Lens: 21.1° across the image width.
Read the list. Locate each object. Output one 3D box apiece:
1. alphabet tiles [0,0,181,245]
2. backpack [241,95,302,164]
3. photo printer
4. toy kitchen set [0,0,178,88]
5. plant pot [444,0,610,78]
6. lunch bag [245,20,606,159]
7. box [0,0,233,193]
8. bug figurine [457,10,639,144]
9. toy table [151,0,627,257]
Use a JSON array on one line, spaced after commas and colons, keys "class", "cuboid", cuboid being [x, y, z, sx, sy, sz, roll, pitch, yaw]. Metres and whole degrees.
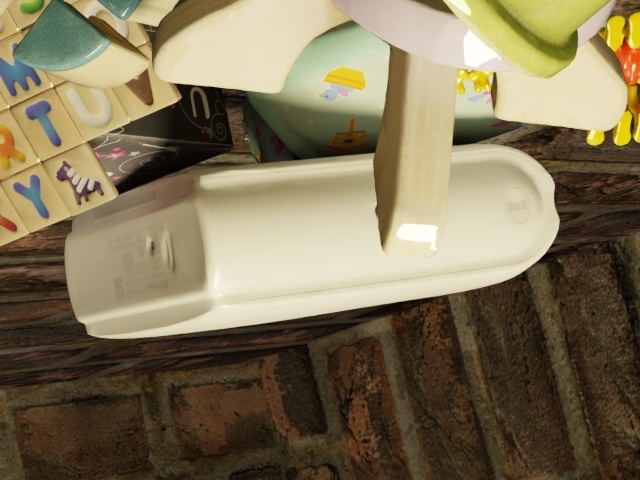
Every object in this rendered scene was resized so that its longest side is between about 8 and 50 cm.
[{"class": "alphabet tiles", "cuboid": [-0.203, -0.100, 1.069, 0.237, 0.198, 0.009, -20, -164, 33]}, {"class": "backpack", "cuboid": [0.024, -0.077, 1.477, 0.166, 0.188, 0.144, -9, 169, -26]}, {"class": "photo printer", "cuboid": [0.000, 0.000, 1.247, 0.307, 0.107, 0.256, -7, 177, -31]}, {"class": "toy kitchen set", "cuboid": [-0.133, -0.206, 0.919, 0.207, 0.166, 0.122, -52, 164, 6]}, {"class": "plant pot", "cuboid": [0.120, -0.238, 0.597, 0.254, 0.276, 0.276, -30, 165, 20]}, {"class": "lunch bag", "cuboid": [0.080, -0.150, 1.242, 0.223, 0.160, 0.262, -16, 176, 21]}, {"class": "box", "cuboid": [-0.212, -0.094, 1.201, 0.247, 0.142, 0.163, -20, 169, 32]}, {"class": "bug figurine", "cuboid": [0.153, -0.197, 1.037, 0.216, 0.279, 0.072, -1, -150, -15]}, {"class": "toy table", "cuboid": [0.048, -0.131, 0.859, 0.252, 0.274, 0.161, 13, 134, 0]}]
